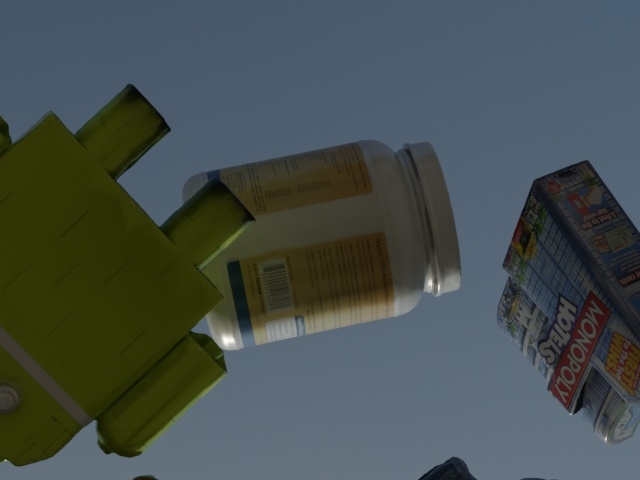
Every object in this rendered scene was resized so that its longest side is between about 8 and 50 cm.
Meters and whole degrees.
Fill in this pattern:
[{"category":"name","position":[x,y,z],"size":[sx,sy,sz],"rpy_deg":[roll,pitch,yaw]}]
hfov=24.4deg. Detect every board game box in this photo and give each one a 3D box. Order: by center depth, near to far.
[{"category":"board game box","position":[0.222,0.073,1.157],"size":[0.060,0.194,0.194],"rpy_deg":[-21,-126,-28]}]

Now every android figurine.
[{"category":"android figurine","position":[-0.181,0.034,0.959],"size":[0.273,0.056,0.248],"rpy_deg":[-42,-76,-6]}]

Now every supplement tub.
[{"category":"supplement tub","position":[0.000,0.000,1.172],"size":[0.200,0.144,0.144],"rpy_deg":[-11,-87,-3]}]

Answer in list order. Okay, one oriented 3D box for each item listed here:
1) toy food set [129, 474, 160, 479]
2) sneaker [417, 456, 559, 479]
[{"category":"toy food set","position":[-0.160,0.207,1.021],"size":[0.128,0.218,0.071],"rpy_deg":[-21,-110,-40]},{"category":"sneaker","position":[0.058,0.142,0.474],"size":[0.104,0.262,0.125],"rpy_deg":[38,-97,25]}]
